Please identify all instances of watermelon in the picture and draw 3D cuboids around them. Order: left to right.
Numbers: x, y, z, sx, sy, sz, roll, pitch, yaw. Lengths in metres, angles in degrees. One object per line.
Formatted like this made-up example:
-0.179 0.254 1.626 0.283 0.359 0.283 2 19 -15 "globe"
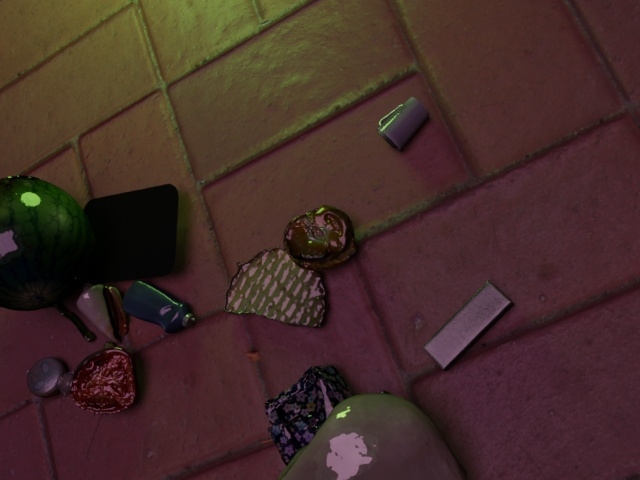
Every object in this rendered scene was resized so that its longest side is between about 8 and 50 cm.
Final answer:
-0.753 0.012 1.674 0.363 0.363 0.363 -4 78 21 "watermelon"

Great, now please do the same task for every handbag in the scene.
-0.004 0.408 1.414 0.208 0.127 0.229 -40 76 15 "handbag"

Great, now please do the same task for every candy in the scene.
0.115 0.532 1.270 0.386 0.186 0.427 -40 97 12 "candy"

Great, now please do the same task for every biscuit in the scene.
-0.098 0.108 1.561 0.273 0.036 0.187 10 83 23 "biscuit"

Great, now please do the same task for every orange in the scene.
0.000 0.000 1.505 0.170 0.112 0.160 20 75 0 "orange"

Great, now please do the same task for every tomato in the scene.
-0.542 0.352 1.653 0.174 0.082 0.166 -7 91 6 "tomato"

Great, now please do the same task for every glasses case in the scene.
0.314 0.183 1.379 0.205 0.047 0.071 -47 63 7 "glasses case"

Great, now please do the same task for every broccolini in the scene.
-0.711 0.198 1.775 0.254 0.057 0.071 36 136 26 "broccolini"

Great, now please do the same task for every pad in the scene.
-0.504 -0.041 1.758 0.375 0.063 0.315 -5 79 31 "pad"

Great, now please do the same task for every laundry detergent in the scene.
-0.405 0.175 1.655 0.206 0.061 0.097 20 79 23 "laundry detergent"

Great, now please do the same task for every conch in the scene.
-0.568 0.182 1.701 0.104 0.094 0.176 -28 70 -28 "conch"

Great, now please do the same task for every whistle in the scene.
-0.693 0.375 1.732 0.220 0.057 0.107 8 69 18 "whistle"

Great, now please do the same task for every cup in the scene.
0.185 -0.277 1.517 0.116 0.074 0.104 -48 39 3 "cup"

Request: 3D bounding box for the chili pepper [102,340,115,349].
-0.563 0.307 1.707 0.034 0.030 0.091 10 85 -3 "chili pepper"
